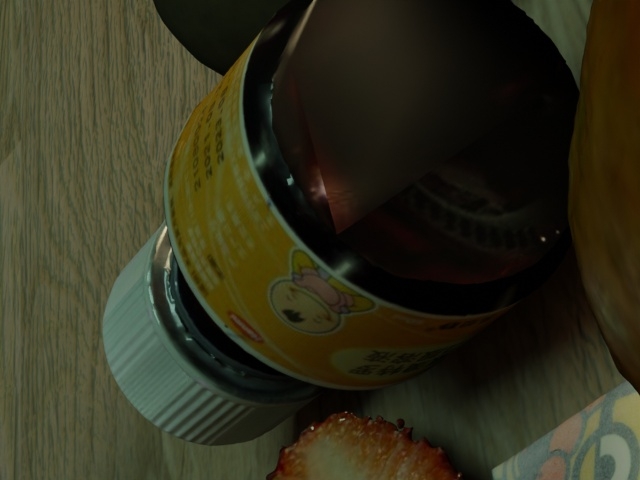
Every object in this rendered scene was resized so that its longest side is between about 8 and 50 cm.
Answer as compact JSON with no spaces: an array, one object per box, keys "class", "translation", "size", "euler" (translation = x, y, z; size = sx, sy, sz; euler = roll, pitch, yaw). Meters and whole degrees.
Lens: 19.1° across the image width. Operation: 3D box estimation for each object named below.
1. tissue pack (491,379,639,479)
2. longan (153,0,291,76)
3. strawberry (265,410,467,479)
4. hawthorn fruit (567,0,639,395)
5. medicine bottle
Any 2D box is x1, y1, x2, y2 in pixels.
[{"class":"tissue pack","translation":[0.164,0.149,1.061],"size":[0.148,0.060,0.108],"euler":[-40,38,40]},{"class":"longan","translation":[-0.011,-0.218,1.405],"size":[0.248,0.248,0.248],"euler":[-38,41,43]},{"class":"strawberry","translation":[0.038,0.216,1.195],"size":[0.188,0.106,0.286],"euler":[-37,22,9]},{"class":"hawthorn fruit","translation":[0.272,-0.029,0.705],"size":[0.403,0.403,0.403],"euler":[-38,41,43]},{"class":"medicine bottle","translation":[0.000,0.000,1.284],"size":[0.395,0.242,0.242],"euler":[132,147,-57]}]
